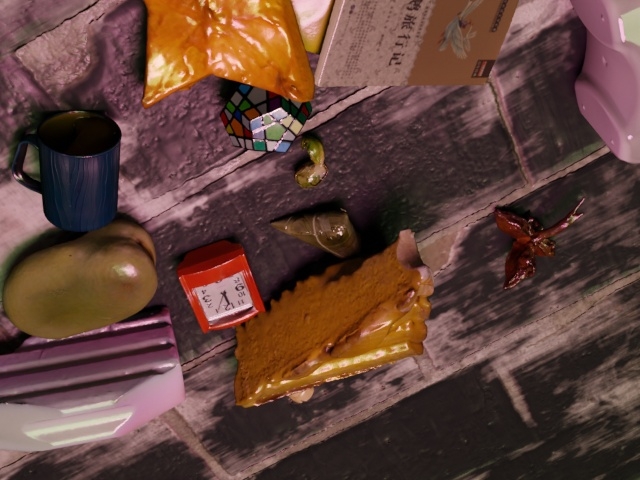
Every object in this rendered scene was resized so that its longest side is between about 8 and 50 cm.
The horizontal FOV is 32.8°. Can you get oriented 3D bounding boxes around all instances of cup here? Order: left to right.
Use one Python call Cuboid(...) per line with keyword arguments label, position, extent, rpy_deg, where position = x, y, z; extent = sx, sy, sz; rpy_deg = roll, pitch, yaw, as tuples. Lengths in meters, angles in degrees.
Cuboid(label="cup", position=(-0.354, -0.104, 1.548), extent=(0.113, 0.150, 0.138), rpy_deg=(-32, 144, -40))

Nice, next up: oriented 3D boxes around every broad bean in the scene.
Cuboid(label="broad bean", position=(-0.364, 0.066, 1.677), extent=(0.263, 0.121, 0.189), rpy_deg=(-20, 138, 17))

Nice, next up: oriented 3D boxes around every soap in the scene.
Cuboid(label="soap", position=(-0.383, 0.227, 1.730), extent=(0.324, 0.193, 0.109), rpy_deg=(-9, 129, -12))
Cuboid(label="soap", position=(0.000, 0.127, 1.754), extent=(0.339, 0.169, 0.304), rpy_deg=(-16, 151, -7))

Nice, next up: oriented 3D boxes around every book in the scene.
Cuboid(label="book", position=(0.150, -0.317, 1.550), extent=(0.310, 0.021, 0.217), rpy_deg=(-5, 130, -31))

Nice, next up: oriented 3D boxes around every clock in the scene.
Cuboid(label="clock", position=(-0.163, 0.075, 1.777), extent=(0.113, 0.061, 0.155), rpy_deg=(-19, 134, -4))

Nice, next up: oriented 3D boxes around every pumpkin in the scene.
Cuboid(label="pumpkin", position=(-0.151, -0.308, 1.427), extent=(0.258, 0.095, 0.290), rpy_deg=(-6, 125, 5))

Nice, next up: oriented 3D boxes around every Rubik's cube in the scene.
Cuboid(label="Rubik's cube", position=(-0.078, -0.184, 1.560), extent=(0.112, 0.133, 0.133), rpy_deg=(34, 114, -7))

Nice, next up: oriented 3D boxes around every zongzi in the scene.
Cuboid(label="zongzi", position=(0.000, 0.000, 1.795), extent=(0.130, 0.062, 0.154), rpy_deg=(-4, 155, 16))

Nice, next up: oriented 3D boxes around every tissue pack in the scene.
Cuboid(label="tissue pack", position=(0.507, -0.295, 1.596), extent=(0.236, 0.229, 0.333), rpy_deg=(-19, 131, -1))

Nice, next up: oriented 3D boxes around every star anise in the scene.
Cuboid(label="star anise", position=(0.387, 0.001, 1.865), extent=(0.158, 0.144, 0.140), rpy_deg=(-20, 104, -42))

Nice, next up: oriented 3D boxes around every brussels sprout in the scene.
Cuboid(label="brussels sprout", position=(-0.012, -0.121, 1.678), extent=(0.051, 0.046, 0.083), rpy_deg=(-5, 128, -24))

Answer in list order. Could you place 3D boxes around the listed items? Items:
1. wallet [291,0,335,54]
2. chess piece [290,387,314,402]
Cuboid(label="wallet", position=(-0.012, -0.371, 1.465), extent=(0.141, 0.067, 0.241), rpy_deg=(9, 124, -23))
Cuboid(label="chess piece", position=(-0.064, 0.249, 1.947), extent=(0.066, 0.066, 0.122), rpy_deg=(-36, 134, 11))
